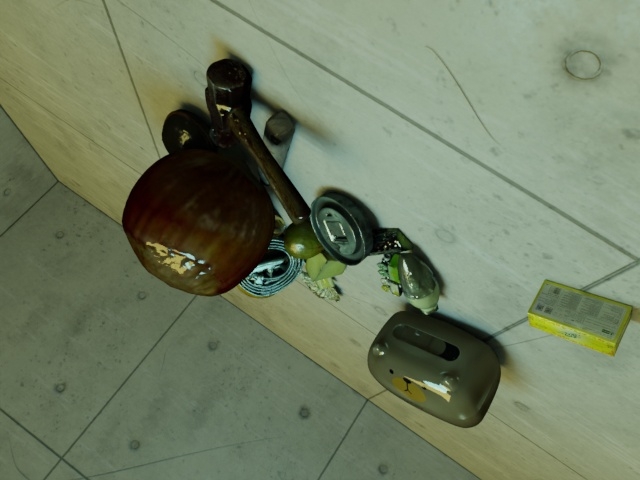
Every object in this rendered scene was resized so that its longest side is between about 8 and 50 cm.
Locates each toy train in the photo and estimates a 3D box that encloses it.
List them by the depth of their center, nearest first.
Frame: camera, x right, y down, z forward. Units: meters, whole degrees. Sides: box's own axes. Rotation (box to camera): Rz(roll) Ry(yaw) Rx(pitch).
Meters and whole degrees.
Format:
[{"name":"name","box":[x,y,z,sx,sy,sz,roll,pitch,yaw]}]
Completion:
[{"name":"toy train","box":[0.216,0.101,1.519,0.081,0.060,0.202,21,156,23]}]

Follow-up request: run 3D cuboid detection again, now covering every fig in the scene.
[{"name":"fig","box":[0.000,0.000,1.620,0.237,0.124,0.124,2,146,19]}]

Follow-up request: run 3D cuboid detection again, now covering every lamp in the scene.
[{"name":"lamp","box":[0.268,0.118,1.419,0.101,0.101,0.250,16,146,43]}]

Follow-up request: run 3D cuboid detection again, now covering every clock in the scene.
[{"name":"clock","box":[0.057,-0.033,1.425,0.215,0.042,0.214,37,145,31]}]

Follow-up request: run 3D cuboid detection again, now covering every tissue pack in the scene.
[{"name":"tissue pack","box":[0.541,0.161,1.091,0.176,0.095,0.062,20,152,36]},{"name":"tissue pack","box":[0.345,0.384,1.616,0.387,0.267,0.276,21,151,37]}]

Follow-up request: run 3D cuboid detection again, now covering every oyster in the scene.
[{"name":"oyster","box":[0.001,0.180,2.014,0.177,0.064,0.125,30,153,15]}]

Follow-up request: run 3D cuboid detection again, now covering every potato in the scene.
[{"name":"potato","box":[0.030,0.063,1.731,0.081,0.120,0.149,62,147,22]}]

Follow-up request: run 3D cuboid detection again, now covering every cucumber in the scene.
[{"name":"cucumber","box":[0.154,0.014,1.430,0.078,0.062,0.211,47,157,-24]},{"name":"cucumber","box":[0.008,0.129,1.919,0.067,0.035,0.107,-13,121,14]}]

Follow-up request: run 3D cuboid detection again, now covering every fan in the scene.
[{"name":"fan","box":[-0.279,-0.307,1.504,0.182,0.010,0.310,38,161,-2]}]

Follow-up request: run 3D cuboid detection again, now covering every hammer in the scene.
[{"name":"hammer","box":[-0.137,-0.205,1.212,0.408,0.095,0.242,55,158,15]}]

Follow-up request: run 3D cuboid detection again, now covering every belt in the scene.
[{"name":"belt","box":[-0.174,0.078,1.821,0.206,0.268,0.116,61,-174,-16]}]

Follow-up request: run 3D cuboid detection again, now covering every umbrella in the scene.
[{"name":"umbrella","box":[-0.124,-0.223,1.362,0.073,0.067,0.337,65,162,12]}]

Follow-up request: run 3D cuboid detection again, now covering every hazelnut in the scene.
[{"name":"hazelnut","box":[-0.335,-0.055,1.475,0.421,0.420,0.353,40,171,-8]}]

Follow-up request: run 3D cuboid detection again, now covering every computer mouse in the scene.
[{"name":"computer mouse","box":[-0.409,-0.286,1.600,0.183,0.116,0.323,43,162,-3]}]

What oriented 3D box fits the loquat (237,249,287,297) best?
[{"name":"loquat","box":[-0.231,0.110,2.001,0.244,0.243,0.244,31,158,14]}]

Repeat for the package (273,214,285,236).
[{"name":"package","box":[-0.296,-0.125,1.769,0.311,0.221,0.164,26,117,31]}]

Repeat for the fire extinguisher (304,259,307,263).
[{"name":"fire extinguisher","box":[-0.034,0.051,1.823,0.064,0.043,0.158,47,159,7]}]
